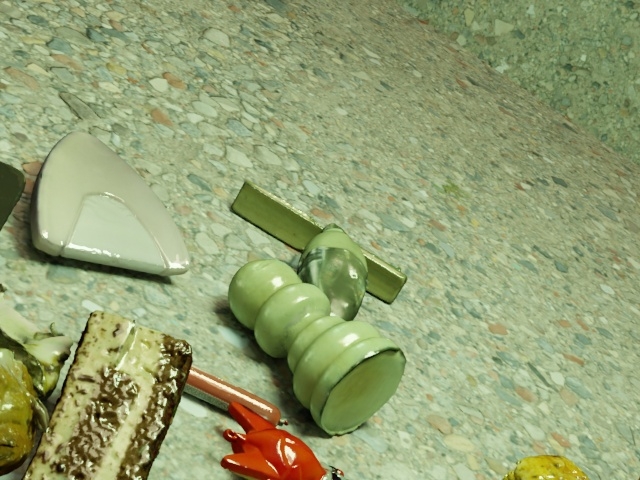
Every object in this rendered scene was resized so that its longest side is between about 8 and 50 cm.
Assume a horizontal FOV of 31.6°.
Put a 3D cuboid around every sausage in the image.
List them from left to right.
[{"bbox_3d":[-0.148,0.153,1.255,0.253,0.034,0.034,26,25,-9],"label":"sausage"}]

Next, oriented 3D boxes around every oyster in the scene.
[{"bbox_3d":[-0.321,0.096,1.133,0.209,0.072,0.133,30,0,18],"label":"oyster"}]

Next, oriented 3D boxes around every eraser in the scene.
[{"bbox_3d":[-0.288,-0.050,1.443,0.204,0.059,0.243,13,34,-34],"label":"eraser"}]

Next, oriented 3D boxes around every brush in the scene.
[{"bbox_3d":[0.000,0.000,1.683,0.282,0.054,0.048,30,16,-2],"label":"brush"}]

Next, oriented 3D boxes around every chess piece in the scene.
[{"bbox_3d":[-0.021,0.109,1.381,0.133,0.133,0.243,0,34,-48],"label":"chess piece"}]

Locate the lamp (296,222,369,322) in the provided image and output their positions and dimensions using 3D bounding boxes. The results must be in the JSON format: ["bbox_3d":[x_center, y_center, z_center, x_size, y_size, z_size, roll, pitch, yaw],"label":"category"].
[{"bbox_3d":[0.015,0.053,1.547,0.101,0.101,0.250,26,28,-10],"label":"lamp"}]

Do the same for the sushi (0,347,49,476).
[{"bbox_3d":[-0.353,0.134,0.926,0.296,0.167,0.179,-3,64,-42],"label":"sushi"}]

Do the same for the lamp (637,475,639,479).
[{"bbox_3d":[0.535,0.362,1.566,0.192,0.106,0.106,11,30,-17],"label":"lamp"}]

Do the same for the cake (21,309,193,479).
[{"bbox_3d":[-0.211,0.206,1.076,0.112,0.135,0.246,19,56,-3],"label":"cake"}]

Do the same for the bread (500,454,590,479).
[{"bbox_3d":[0.304,0.346,1.347,0.113,0.083,0.211,6,33,-35],"label":"bread"}]

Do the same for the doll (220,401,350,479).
[{"bbox_3d":[-0.028,0.239,1.197,0.169,0.057,0.109,25,23,-11],"label":"doll"}]

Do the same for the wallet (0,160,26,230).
[{"bbox_3d":[-0.502,-0.091,1.301,0.309,0.042,0.165,24,27,-12],"label":"wallet"}]
